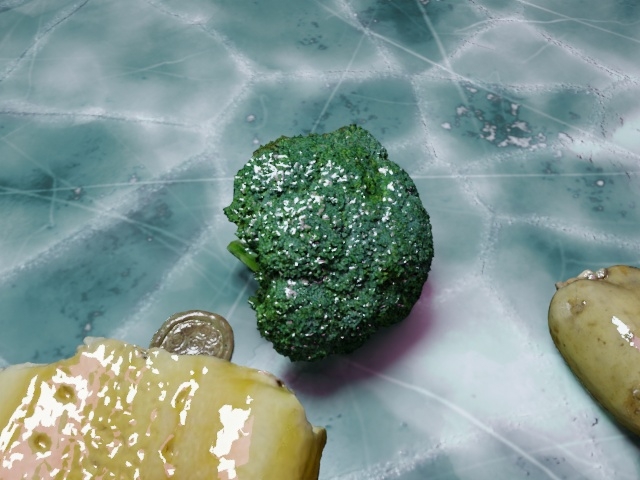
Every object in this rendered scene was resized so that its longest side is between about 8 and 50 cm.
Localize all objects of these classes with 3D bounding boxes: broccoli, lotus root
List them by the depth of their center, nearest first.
[{"bbox_3d":[0.394,0.142,0.956,0.160,0.146,0.284,-32,61,-2],"label":"lotus root"},{"bbox_3d":[0.000,0.000,1.000,0.275,0.307,0.308,10,48,40],"label":"broccoli"}]

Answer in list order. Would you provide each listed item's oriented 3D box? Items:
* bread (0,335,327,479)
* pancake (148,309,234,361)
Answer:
[{"bbox_3d":[-0.199,0.320,0.753,0.361,0.250,0.394,7,56,8],"label":"bread"},{"bbox_3d":[-0.167,0.136,1.034,0.115,0.011,0.115,1,51,-1],"label":"pancake"}]
